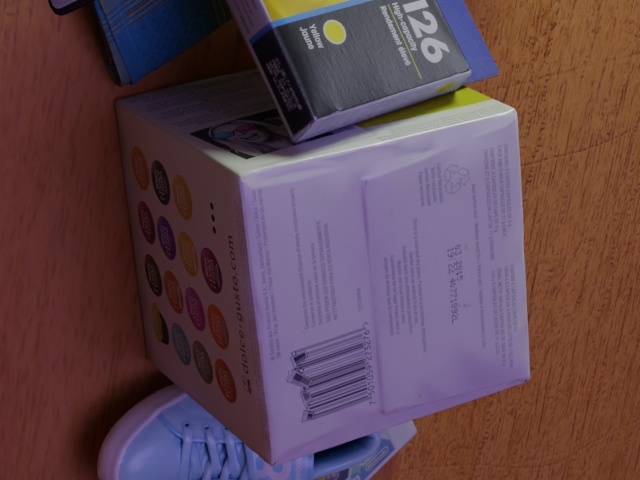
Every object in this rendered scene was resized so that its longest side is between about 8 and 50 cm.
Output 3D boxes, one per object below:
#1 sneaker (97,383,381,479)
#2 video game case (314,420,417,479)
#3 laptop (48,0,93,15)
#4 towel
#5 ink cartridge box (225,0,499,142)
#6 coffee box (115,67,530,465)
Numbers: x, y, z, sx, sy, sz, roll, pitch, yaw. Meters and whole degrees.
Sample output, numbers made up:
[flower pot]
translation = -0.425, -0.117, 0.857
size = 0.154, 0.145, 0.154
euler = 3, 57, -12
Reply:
[sneaker]
translation = -0.083, 0.239, 2.161
size = 0.365, 0.150, 0.135
euler = -12, 111, -37
[video game case]
translation = -0.043, 0.247, 2.322
size = 0.329, 0.036, 0.300
euler = -42, 127, -21
[laptop]
translation = -0.187, -0.494, 1.692
size = 0.382, 0.408, 0.236
euler = -23, 160, 15
[towel]
translation = -0.107, -0.352, 1.985
size = 0.370, 0.040, 0.271
euler = -37, 147, -18
[ink cartridge box]
translation = 0.034, -0.284, 1.929
size = 0.307, 0.072, 0.304
euler = -21, 81, -34
[coffee box]
translation = 0.000, 0.000, 2.048
size = 0.338, 0.334, 0.338
euler = -16, 115, -25
